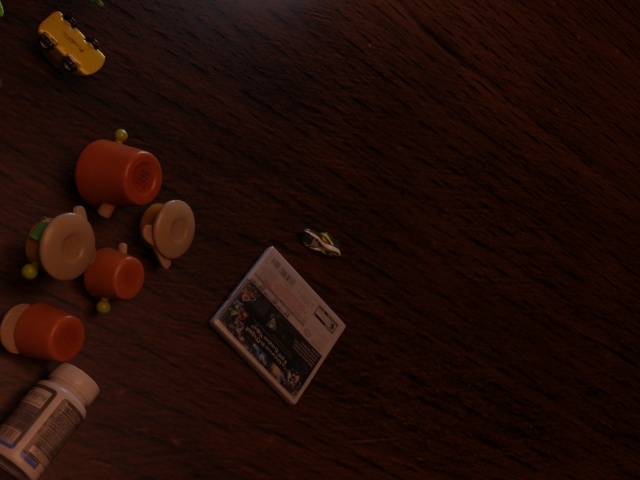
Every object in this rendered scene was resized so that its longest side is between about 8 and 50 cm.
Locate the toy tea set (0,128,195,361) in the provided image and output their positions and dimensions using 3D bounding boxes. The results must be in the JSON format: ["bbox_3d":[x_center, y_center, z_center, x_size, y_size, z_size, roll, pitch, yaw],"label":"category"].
[{"bbox_3d":[-0.321,0.006,1.111,0.336,0.124,0.200,-52,138,-39],"label":"toy tea set"}]

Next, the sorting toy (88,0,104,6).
[{"bbox_3d":[-0.347,-0.367,1.175,0.062,0.012,0.083,-39,97,-43],"label":"sorting toy"}]

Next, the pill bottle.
[{"bbox_3d":[-0.343,0.224,1.022,0.078,0.078,0.137,47,54,-17],"label":"pill bottle"}]

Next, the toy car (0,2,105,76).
[{"bbox_3d":[-0.435,-0.327,1.139,0.225,0.053,0.239,-16,85,-39],"label":"toy car"}]

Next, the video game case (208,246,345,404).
[{"bbox_3d":[-0.063,0.134,1.303,0.190,0.022,0.173,49,53,-17],"label":"video game case"}]

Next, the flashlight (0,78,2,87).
[{"bbox_3d":[-0.513,-0.119,0.982,0.103,0.103,0.304,49,54,-14],"label":"flashlight"}]

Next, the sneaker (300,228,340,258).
[{"bbox_3d":[0.000,0.000,1.391,0.083,0.031,0.035,34,44,-30],"label":"sneaker"}]
